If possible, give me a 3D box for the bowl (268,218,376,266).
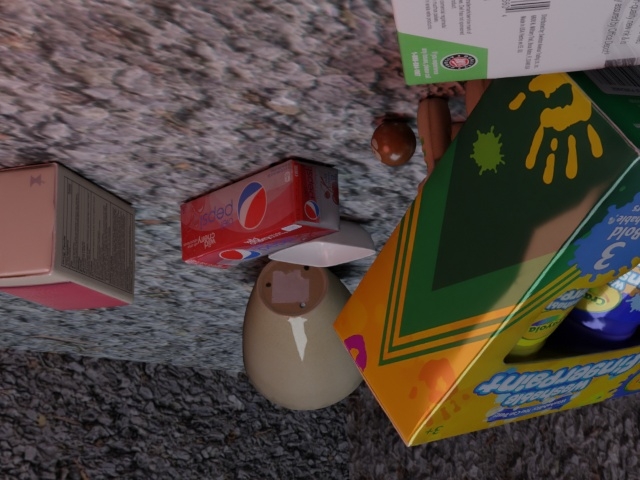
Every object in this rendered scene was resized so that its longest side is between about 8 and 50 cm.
[{"bbox_3d":[0.000,0.000,1.686,0.142,0.053,0.142,8,162,-39],"label":"bowl"}]

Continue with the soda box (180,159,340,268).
[{"bbox_3d":[-0.089,-0.032,1.456,0.083,0.092,0.263,9,162,-40],"label":"soda box"}]

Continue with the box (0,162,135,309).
[{"bbox_3d":[-0.358,0.002,1.434,0.126,0.149,0.232,-5,165,16],"label":"box"}]

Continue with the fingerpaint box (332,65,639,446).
[{"bbox_3d":[0.293,0.004,1.047,0.444,0.163,0.371,-3,137,-39],"label":"fingerpaint box"}]

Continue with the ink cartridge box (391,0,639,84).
[{"bbox_3d":[0.192,-0.209,0.729,0.289,0.122,0.211,-4,166,7],"label":"ink cartridge box"}]

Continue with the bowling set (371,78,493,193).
[{"bbox_3d":[0.163,-0.073,1.209,0.199,0.154,0.287,-10,164,28],"label":"bowling set"}]

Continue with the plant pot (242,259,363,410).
[{"bbox_3d":[-0.037,0.146,1.944,0.256,0.257,0.274,-3,151,4],"label":"plant pot"}]
